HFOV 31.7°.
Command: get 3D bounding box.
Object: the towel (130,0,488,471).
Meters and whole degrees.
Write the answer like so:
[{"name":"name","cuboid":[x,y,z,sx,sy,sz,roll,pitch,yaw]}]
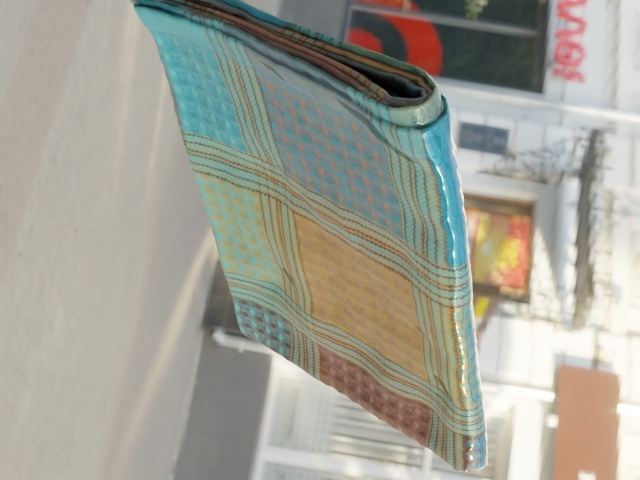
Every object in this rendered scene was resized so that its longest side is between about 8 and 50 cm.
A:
[{"name":"towel","cuboid":[0.000,0.000,0.820,0.040,0.271,0.370,-41,140,-27]}]
